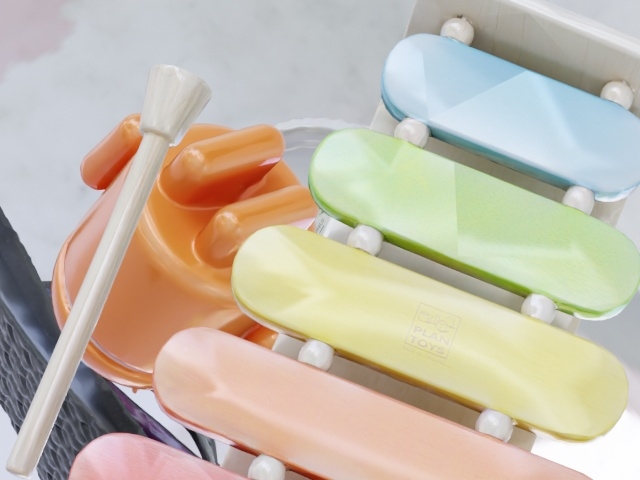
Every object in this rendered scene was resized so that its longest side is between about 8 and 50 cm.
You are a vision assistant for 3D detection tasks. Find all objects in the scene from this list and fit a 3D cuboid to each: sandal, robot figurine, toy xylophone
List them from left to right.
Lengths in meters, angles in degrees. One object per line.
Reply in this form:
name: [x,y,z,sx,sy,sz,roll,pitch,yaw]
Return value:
sandal: [-0.162,0.100,1.377,0.446,0.107,0.167,57,-29,14]
robot figurine: [-0.085,0.014,1.165,0.158,0.128,0.219,31,-38,-12]
toy xylophone: [0.010,0.040,0.753,0.236,0.323,0.081,15,-22,1]

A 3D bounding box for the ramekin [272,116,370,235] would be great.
ramekin: [0.000,0.000,1.494,0.207,0.207,0.109,48,4,18]
